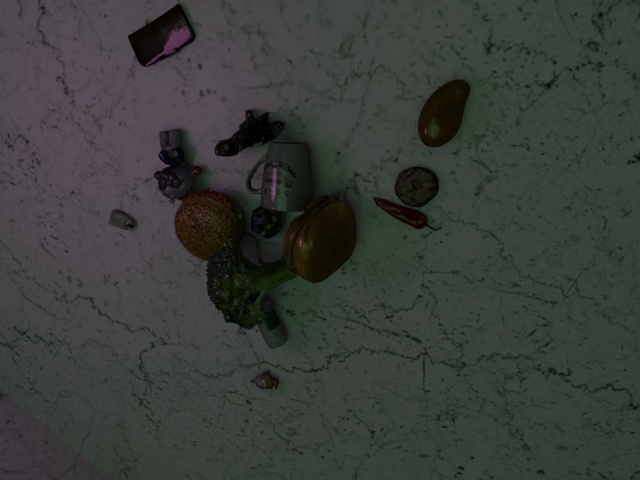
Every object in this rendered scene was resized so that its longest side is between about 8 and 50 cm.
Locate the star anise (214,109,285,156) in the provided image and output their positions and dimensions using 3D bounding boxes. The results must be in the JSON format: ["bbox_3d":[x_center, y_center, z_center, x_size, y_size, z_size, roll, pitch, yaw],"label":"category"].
[{"bbox_3d":[-0.256,-0.375,1.734,0.283,0.212,0.129,-19,116,31],"label":"star anise"}]

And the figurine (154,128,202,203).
[{"bbox_3d":[-0.558,-0.290,1.897,0.194,0.133,0.274,18,104,10],"label":"figurine"}]

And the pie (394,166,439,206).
[{"bbox_3d":[0.334,-0.186,1.705,0.155,0.036,0.154,6,112,15],"label":"pie"}]

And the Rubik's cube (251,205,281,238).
[{"bbox_3d":[-0.208,-0.071,1.875,0.133,0.133,0.111,28,90,5],"label":"Rubik's cube"}]

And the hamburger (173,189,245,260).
[{"bbox_3d":[-0.435,-0.057,1.913,0.276,0.179,0.294,6,112,14],"label":"hamburger"}]

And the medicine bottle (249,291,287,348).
[{"bbox_3d":[-0.228,0.321,2.040,0.095,0.095,0.260,-19,105,23],"label":"medicine bottle"}]

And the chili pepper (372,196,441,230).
[{"bbox_3d":[0.302,-0.090,1.745,0.268,0.050,0.059,27,131,7],"label":"chili pepper"}]

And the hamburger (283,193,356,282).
[{"bbox_3d":[0.000,0.000,1.728,0.158,0.319,0.318,26,118,32],"label":"hamburger"}]

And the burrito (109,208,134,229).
[{"bbox_3d":[-0.853,-0.082,2.108,0.118,0.044,0.074,26,112,9],"label":"burrito"}]

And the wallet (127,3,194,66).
[{"bbox_3d":[-0.580,-0.735,1.783,0.255,0.031,0.137,-18,104,23],"label":"wallet"}]

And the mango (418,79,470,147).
[{"bbox_3d":[0.394,-0.408,1.571,0.136,0.099,0.227,29,108,10],"label":"mango"}]

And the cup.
[{"bbox_3d":[-0.153,-0.235,1.762,0.258,0.186,0.233,6,104,19],"label":"cup"}]

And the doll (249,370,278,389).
[{"bbox_3d":[-0.252,0.620,2.183,0.127,0.073,0.084,6,79,11],"label":"doll"}]

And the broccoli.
[{"bbox_3d":[-0.244,0.113,1.825,0.397,0.353,0.274,-35,63,12],"label":"broccoli"}]
